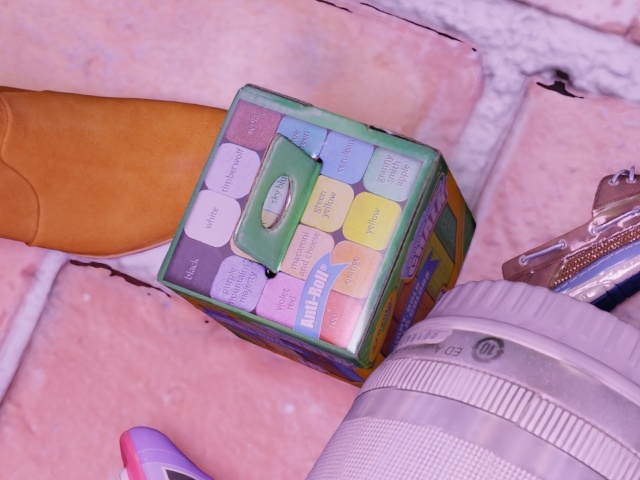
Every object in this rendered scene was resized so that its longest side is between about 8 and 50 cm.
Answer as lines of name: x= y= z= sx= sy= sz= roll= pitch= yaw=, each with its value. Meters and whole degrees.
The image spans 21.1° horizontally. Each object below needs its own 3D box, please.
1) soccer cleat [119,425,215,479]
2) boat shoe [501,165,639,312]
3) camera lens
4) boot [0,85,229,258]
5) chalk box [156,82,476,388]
soccer cleat: x=-0.041 y=0.214 z=1.058 sx=0.095 sy=0.083 sz=0.248 roll=-27 pitch=71 yaw=-14
boat shoe: x=0.193 y=-0.010 z=1.059 sx=0.183 sy=0.066 sz=0.066 roll=-32 pitch=71 yaw=3
camera lens: x=0.083 y=0.187 z=0.928 sx=0.219 sy=0.219 sz=0.274 roll=26 pitch=66 yaw=17
boot: x=-0.193 y=-0.059 z=1.077 sx=0.295 sy=0.211 sz=0.104 roll=-7 pitch=74 yaw=6
chalk box: x=0.000 y=0.000 z=1.022 sx=0.132 sy=0.213 sz=0.132 roll=21 pitch=82 yaw=16
